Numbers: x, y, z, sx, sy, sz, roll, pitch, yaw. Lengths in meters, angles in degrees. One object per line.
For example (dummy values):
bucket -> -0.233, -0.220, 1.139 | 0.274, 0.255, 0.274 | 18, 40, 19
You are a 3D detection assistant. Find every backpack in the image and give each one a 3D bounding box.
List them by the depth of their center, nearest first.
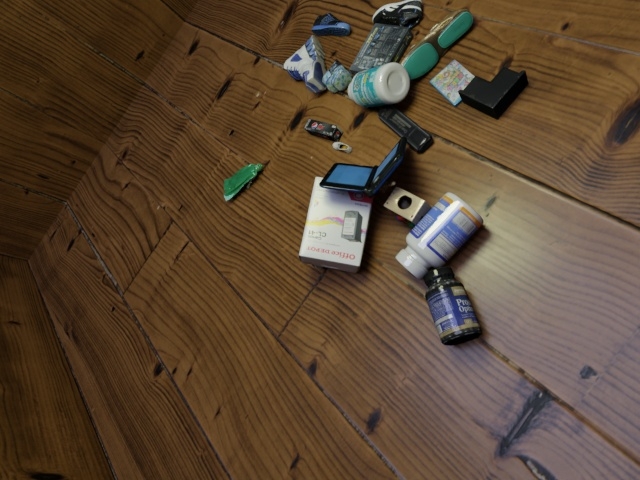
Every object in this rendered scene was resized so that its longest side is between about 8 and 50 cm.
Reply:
backpack -> 0.072, -0.701, 1.872 | 0.114, 0.105, 0.084 | -42, 54, 20

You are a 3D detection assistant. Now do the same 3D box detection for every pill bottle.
pill bottle -> 0.393, 0.197, 1.313 | 0.123, 0.123, 0.219 | -27, 60, 23
pill bottle -> 0.373, -0.009, 1.385 | 0.272, 0.152, 0.152 | -48, 54, 10
pill bottle -> 0.215, -0.600, 1.690 | 0.264, 0.146, 0.146 | 19, 83, 60

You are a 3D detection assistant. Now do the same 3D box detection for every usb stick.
usb stick -> 0.319, -0.433, 1.647 | 0.077, 0.045, 0.278 | -49, 54, 17

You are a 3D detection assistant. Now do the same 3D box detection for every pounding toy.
pounding toy -> 0.266, -0.126, 1.481 | 0.206, 0.181, 0.094 | 35, 94, 37

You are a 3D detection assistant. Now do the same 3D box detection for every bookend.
bookend -> 0.591, -0.525, 1.484 | 0.156, 0.072, 0.157 | -50, 53, 6

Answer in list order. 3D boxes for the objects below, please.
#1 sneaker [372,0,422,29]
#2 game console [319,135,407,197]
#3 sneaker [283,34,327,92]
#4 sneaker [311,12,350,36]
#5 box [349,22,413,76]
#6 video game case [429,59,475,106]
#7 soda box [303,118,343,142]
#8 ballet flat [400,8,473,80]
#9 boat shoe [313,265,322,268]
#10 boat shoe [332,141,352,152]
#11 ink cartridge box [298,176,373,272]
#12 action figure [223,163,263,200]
sneaker -> 0.318, -0.928, 1.809 | 0.217, 0.079, 0.121 | -8, 67, 29
game console -> 0.157, -0.278, 1.516 | 0.173, 0.293, 0.250 | 36, 119, -5
sneaker -> -0.071, -0.783, 1.997 | 0.182, 0.127, 0.315 | -23, 54, 29
sneaker -> 0.055, -1.014, 2.014 | 0.232, 0.081, 0.090 | 23, 93, 38
box -> 0.253, -0.788, 1.813 | 0.184, 0.059, 0.232 | 30, 91, 37
video game case -> 0.500, -0.585, 1.602 | 0.119, 0.015, 0.166 | -40, 56, 15
soda box -> 0.012, -0.474, 1.854 | 0.169, 0.060, 0.053 | 27, 90, 36
ballet flat -> 0.425, -0.758, 1.668 | 0.342, 0.116, 0.124 | -44, 34, 12
boat shoe -> 0.000, 0.000, 1.677 | 0.069, 0.081, 0.227 | 0, 71, 45
boat shoe -> 0.085, -0.391, 1.790 | 0.100, 0.035, 0.035 | 32, 92, 37
ink cartridge box -> 0.062, -0.057, 1.572 | 0.227, 0.131, 0.305 | 10, 75, 5
action figure -> -0.360, -0.290, 2.028 | 0.232, 0.064, 0.137 | -32, 56, 25
